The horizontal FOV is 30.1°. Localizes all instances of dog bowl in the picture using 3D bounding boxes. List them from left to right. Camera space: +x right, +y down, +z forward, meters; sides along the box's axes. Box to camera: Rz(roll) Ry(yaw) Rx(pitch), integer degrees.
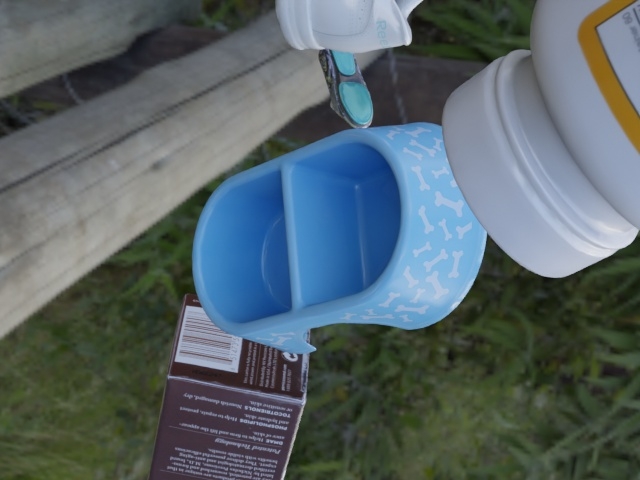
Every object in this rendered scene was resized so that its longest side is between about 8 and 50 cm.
[{"bbox_3d":[0.000,0.000,0.976,0.074,0.297,0.166,5,74,-41],"label":"dog bowl"}]

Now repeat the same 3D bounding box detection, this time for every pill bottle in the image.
[{"bbox_3d":[0.173,-0.080,0.479,0.136,0.245,0.136,29,44,-34],"label":"pill bottle"}]

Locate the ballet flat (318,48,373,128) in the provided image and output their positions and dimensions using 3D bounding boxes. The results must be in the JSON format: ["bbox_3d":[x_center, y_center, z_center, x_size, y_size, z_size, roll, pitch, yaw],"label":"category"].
[{"bbox_3d":[0.023,-0.147,1.145,0.041,0.041,0.114,64,11,-62],"label":"ballet flat"}]

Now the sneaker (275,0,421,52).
[{"bbox_3d":[0.056,-0.196,0.706,0.212,0.094,0.080,-68,152,-20],"label":"sneaker"}]

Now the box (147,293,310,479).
[{"bbox_3d":[-0.115,0.204,1.495,0.168,0.167,0.203,-87,-170,-55],"label":"box"}]
